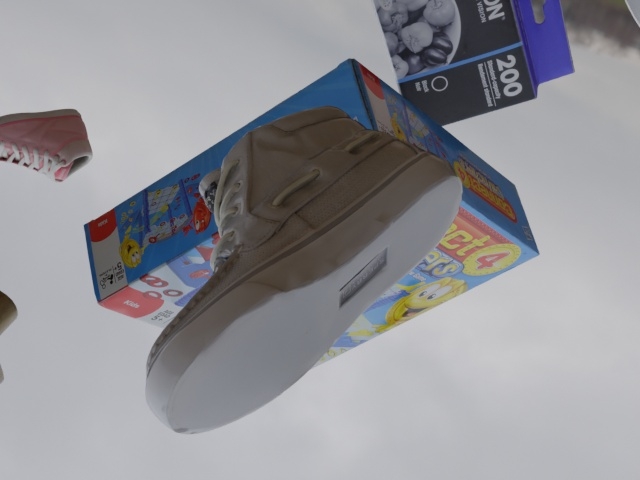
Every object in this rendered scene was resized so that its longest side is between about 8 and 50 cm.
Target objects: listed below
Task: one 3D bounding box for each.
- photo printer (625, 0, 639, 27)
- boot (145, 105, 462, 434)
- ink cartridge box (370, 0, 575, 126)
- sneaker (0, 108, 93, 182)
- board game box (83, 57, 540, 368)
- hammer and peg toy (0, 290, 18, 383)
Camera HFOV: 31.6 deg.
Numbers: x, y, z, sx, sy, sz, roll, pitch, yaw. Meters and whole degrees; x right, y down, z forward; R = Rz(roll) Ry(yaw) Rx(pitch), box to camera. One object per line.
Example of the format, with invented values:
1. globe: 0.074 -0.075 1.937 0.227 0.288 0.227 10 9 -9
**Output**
1. photo printer: 0.402 -0.216 1.021 0.256 0.107 0.307 50 171 15
2. boot: -0.035 0.006 0.690 0.123 0.095 0.258 32 -131 27
3. ink cartridge box: 0.174 -0.241 1.277 0.208 0.206 0.045 -18 -149 6
4. sneaker: -0.296 -0.092 1.163 0.134 0.051 0.070 -15 -109 -37
5. board game box: 0.000 0.000 1.052 0.308 0.302 0.086 27 -139 -50
6. hammer and peg toy: -0.373 0.037 0.936 0.266 0.361 0.127 19 -133 21
